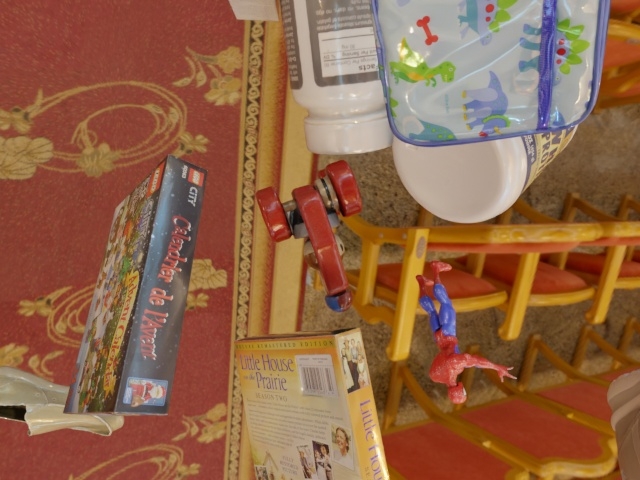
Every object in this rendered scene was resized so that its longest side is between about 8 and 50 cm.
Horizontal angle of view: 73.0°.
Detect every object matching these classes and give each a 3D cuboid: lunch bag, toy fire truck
[{"bbox_3d":[0.130,-0.189,0.338,0.090,0.176,0.219,-62,146,-49],"label":"lunch bag"},{"bbox_3d":[0.000,0.000,0.821,0.169,0.302,0.253,-21,97,-4],"label":"toy fire truck"}]

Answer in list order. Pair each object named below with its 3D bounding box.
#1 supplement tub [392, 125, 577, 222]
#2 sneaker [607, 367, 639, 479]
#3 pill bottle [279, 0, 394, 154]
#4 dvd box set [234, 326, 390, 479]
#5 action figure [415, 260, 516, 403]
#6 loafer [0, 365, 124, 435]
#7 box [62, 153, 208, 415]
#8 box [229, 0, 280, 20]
[{"bbox_3d":[0.301,-0.199,0.754,0.316,0.228,0.228,-39,120,-30],"label":"supplement tub"},{"bbox_3d":[0.223,0.111,0.217,0.281,0.105,0.115,52,44,-52],"label":"sneaker"},{"bbox_3d":[0.039,-0.345,0.750,0.204,0.204,0.361,-15,114,-21],"label":"pill bottle"},{"bbox_3d":[-0.017,0.366,0.727,0.062,0.308,0.420,-5,81,-42],"label":"dvd box set"},{"bbox_3d":[0.266,0.181,0.825,0.139,0.280,0.091,20,134,-14],"label":"action figure"},{"bbox_3d":[-0.527,0.337,0.848,0.269,0.092,0.102,21,131,-8],"label":"loafer"},{"bbox_3d":[-0.184,0.050,0.433,0.044,0.159,0.233,21,60,-36],"label":"box"},{"bbox_3d":[-0.124,-0.506,0.803,0.091,0.170,0.130,2,98,-2],"label":"box"}]
